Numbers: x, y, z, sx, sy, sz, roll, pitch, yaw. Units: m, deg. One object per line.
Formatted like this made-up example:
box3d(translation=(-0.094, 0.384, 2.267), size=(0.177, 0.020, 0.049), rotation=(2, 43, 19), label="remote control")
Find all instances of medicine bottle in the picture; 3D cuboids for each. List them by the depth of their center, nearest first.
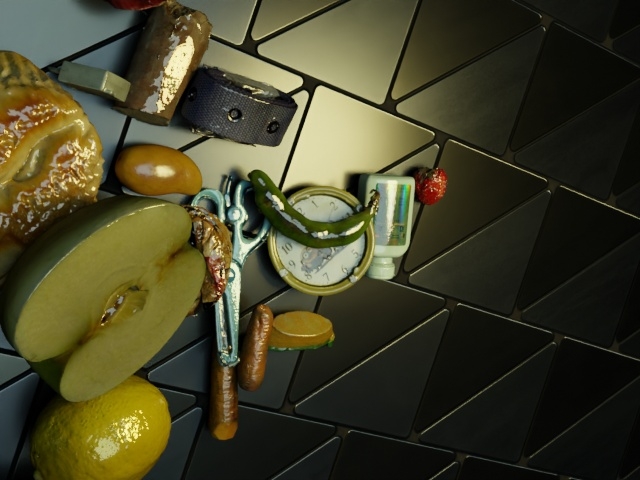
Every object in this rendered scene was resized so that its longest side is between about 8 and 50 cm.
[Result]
box3d(translation=(0.138, -0.031, 2.073), size=(0.121, 0.083, 0.229), rotation=(1, 100, -24), label="medicine bottle")

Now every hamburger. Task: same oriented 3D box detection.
box3d(translation=(-0.279, 0.038, 1.835), size=(0.231, 0.107, 0.231), rotation=(1, 105, 4), label="hamburger")

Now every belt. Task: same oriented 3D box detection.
box3d(translation=(-0.161, -0.251, 1.844), size=(0.230, 0.139, 0.126), rotation=(9, 116, -40), label="belt")

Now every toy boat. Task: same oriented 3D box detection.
box3d(translation=(-0.064, 0.203, 2.027), size=(0.229, 0.089, 0.088), rotation=(1, 138, -27), label="toy boat")

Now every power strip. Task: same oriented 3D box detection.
box3d(translation=(-0.428, -0.294, 1.709), size=(0.075, 0.175, 0.042), rotation=(22, 85, -65), label="power strip")

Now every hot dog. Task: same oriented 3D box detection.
box3d(translation=(-0.571, -0.130, 1.648), size=(0.365, 0.196, 0.367), rotation=(-40, 121, -15), label="hot dog")

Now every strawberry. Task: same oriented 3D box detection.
box3d(translation=(0.245, -0.121, 2.117), size=(0.083, 0.083, 0.096), rotation=(-33, 141, -17), label="strawberry")

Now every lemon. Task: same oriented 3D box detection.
box3d(translation=(-0.416, 0.369, 1.787), size=(0.236, 0.236, 0.263), rotation=(53, 45, -24), label="lemon")

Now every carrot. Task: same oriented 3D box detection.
box3d(translation=(-0.136, 0.222, 1.947), size=(0.060, 0.060, 0.186), rotation=(6, 97, -27), label="carrot")
box3d(translation=(-0.198, 0.261, 1.972), size=(0.066, 0.066, 0.314), rotation=(0, 98, -27), label="carrot")

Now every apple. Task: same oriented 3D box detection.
box3d(translation=(-0.366, 0.093, 1.639), size=(0.360, 0.320, 0.312), rotation=(-45, 104, -19), label="apple")

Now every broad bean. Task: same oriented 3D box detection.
box3d(translation=(-0.019, -0.057, 1.946), size=(0.292, 0.049, 0.144), rotation=(9, 90, -16), label="broad bean")

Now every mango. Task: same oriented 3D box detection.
box3d(translation=(-0.309, -0.134, 1.832), size=(0.184, 0.085, 0.102), rotation=(8, 90, -31), label="mango")

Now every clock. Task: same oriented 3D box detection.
box3d(translation=(0.000, 0.000, 2.007), size=(0.237, 0.057, 0.237), rotation=(0, 91, -9), label="clock")

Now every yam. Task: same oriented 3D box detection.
box3d(translation=(-0.296, -0.335, 1.777), size=(0.128, 0.129, 0.238), rotation=(25, 85, -43), label="yam")

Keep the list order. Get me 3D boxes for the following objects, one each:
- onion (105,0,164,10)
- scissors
box3d(translation=(-0.311, -0.537, 1.706), size=(0.272, 0.195, 0.272), rotation=(-2, 83, 16), label="onion")
box3d(translation=(-0.185, 0.063, 1.926), size=(0.180, 0.032, 0.393), rotation=(0, 90, -22), label="scissors")
